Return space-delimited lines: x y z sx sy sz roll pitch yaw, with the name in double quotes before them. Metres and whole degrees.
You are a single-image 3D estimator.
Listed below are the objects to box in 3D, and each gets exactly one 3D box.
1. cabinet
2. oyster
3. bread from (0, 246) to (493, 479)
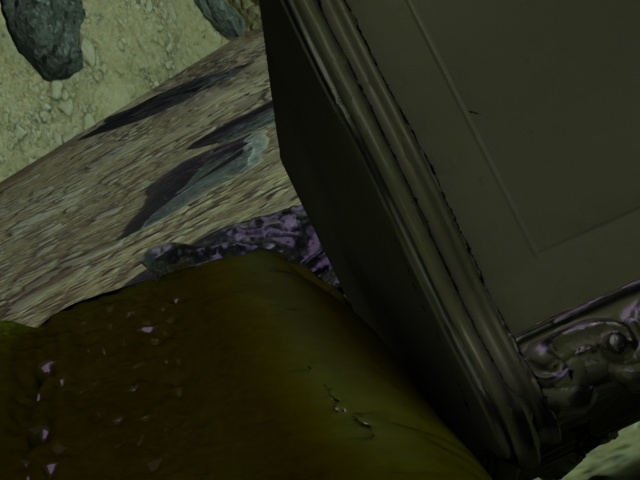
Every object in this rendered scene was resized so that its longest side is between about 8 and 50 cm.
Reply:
"cabinet" 0.165 -0.046 0.746 0.318 0.227 0.290 -24 -15 -6
"oyster" 0.001 0.003 1.423 0.252 0.087 0.199 -5 20 22
"bread" -0.057 0.142 0.623 0.251 0.208 0.376 -16 12 -6
